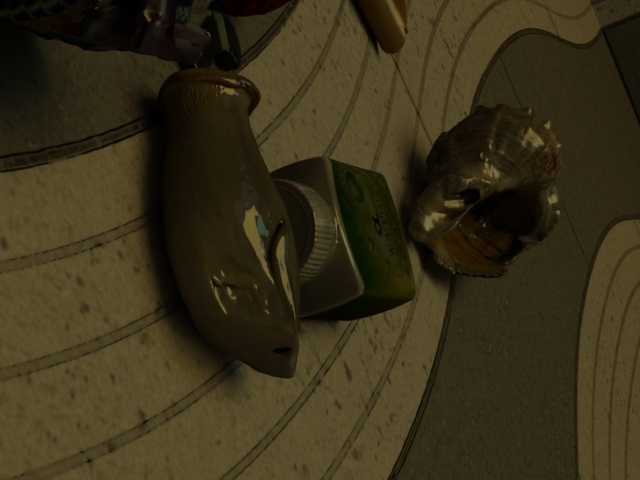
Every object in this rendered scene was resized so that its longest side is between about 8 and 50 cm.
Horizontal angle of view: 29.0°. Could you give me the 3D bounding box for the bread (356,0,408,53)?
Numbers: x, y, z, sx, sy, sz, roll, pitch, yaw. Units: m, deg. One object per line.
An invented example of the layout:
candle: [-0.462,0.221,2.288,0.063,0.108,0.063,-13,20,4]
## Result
bread: [0.075,-0.281,1.482,0.103,0.049,0.062,62,34,-21]

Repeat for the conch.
conch: [0.190,-0.051,1.440,0.245,0.163,0.178,-39,92,-34]

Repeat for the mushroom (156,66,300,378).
mushroom: [-0.070,-0.016,0.938,0.108,0.096,0.246,-4,70,-36]

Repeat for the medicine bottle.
medicine bottle: [0.000,0.000,1.073,0.188,0.088,0.132,8,65,-63]

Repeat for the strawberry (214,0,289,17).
strawberry: [-0.077,-0.267,1.112,0.145,0.086,0.145,46,34,-45]

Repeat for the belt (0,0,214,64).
belt: [-0.172,-0.255,0.773,0.160,0.207,0.294,-11,97,-69]

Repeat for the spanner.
spanner: [-0.159,-0.223,0.989,0.316,0.024,0.087,45,40,-44]
